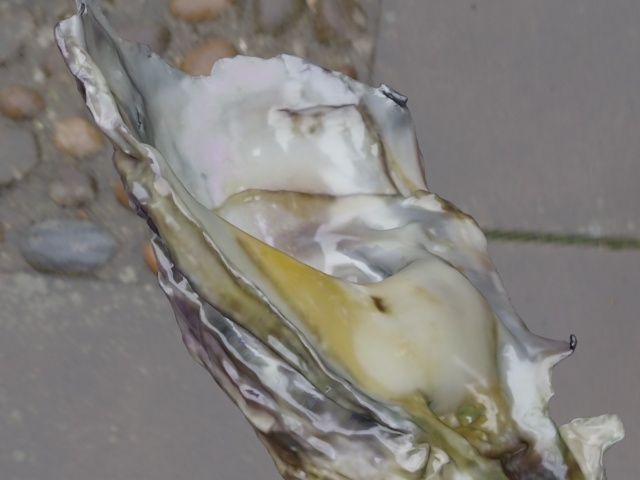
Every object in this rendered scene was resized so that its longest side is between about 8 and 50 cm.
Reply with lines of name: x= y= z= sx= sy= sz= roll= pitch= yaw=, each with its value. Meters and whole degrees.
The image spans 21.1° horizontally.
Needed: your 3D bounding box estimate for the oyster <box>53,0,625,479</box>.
oyster: x=-0.006 y=0.007 z=0.728 sx=0.275 sy=0.100 sz=0.271 roll=23 pitch=40 yaw=-12
